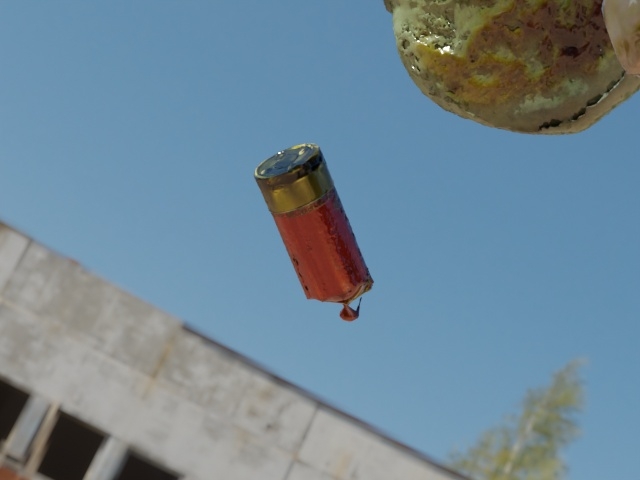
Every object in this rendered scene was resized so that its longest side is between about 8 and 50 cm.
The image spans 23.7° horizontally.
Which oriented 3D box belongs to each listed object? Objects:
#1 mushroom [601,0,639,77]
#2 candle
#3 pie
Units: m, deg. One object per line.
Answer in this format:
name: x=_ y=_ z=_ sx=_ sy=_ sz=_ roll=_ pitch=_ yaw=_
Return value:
mushroom: x=0.168 y=-0.167 z=0.712 sx=0.094 sy=0.210 sz=0.072 roll=18 pitch=-37 yaw=-27
candle: x=0.000 y=0.000 z=1.064 sx=0.052 sy=0.052 sz=0.131 roll=1 pitch=-58 yaw=49
pie: x=0.136 y=-0.184 z=1.014 sx=0.240 sy=0.241 sz=0.054 roll=10 pitch=13 yaw=36
